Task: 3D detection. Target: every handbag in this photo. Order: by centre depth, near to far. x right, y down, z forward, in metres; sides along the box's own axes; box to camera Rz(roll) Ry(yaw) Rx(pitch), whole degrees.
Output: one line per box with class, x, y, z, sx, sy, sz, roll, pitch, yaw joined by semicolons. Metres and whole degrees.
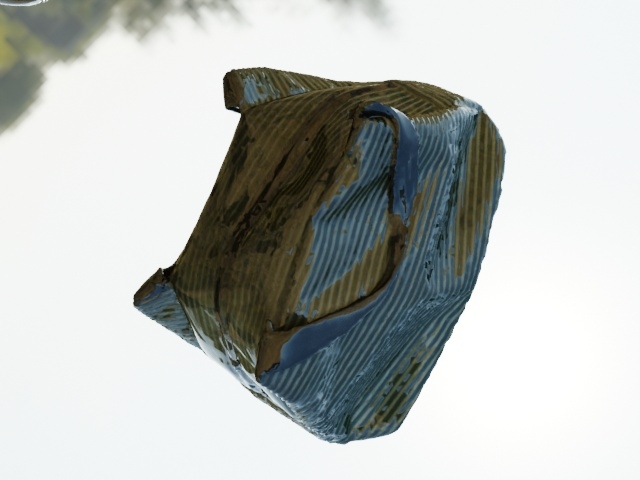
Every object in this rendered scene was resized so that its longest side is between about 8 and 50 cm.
handbag;0.000;0.000;1.780;0.247;0.240;0.341;25;-87;41

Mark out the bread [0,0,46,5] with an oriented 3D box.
bread;-0.238;-0.208;1.528;0.081;0.046;0.083;-5;-159;-14
